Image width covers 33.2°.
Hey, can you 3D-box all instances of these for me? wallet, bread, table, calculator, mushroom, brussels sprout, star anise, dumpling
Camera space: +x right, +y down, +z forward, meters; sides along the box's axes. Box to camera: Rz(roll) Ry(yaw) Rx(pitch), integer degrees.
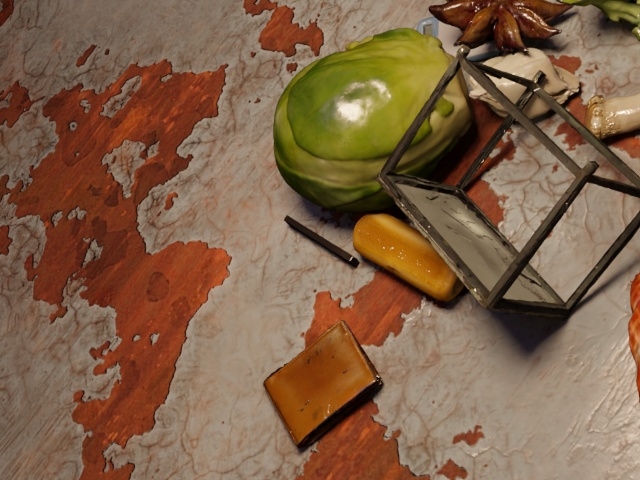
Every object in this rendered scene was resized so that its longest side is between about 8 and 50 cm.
[{"bbox_3d":[0.004,0.252,1.886,0.195,0.042,0.161,-42,47,10],"label":"wallet"},{"bbox_3d":[0.160,0.023,1.882,0.239,0.074,0.092,31,100,40],"label":"bread"},{"bbox_3d":[0.311,-0.091,1.703,0.272,0.222,0.335,-57,48,24],"label":"table"},{"bbox_3d":[0.265,-0.388,2.052,0.210,0.039,0.121,-9,61,29],"label":"calculator"},{"bbox_3d":[0.541,-0.228,1.782,0.209,0.071,0.084,-18,26,20],"label":"mushroom"},{"bbox_3d":[0.084,-0.206,1.919,0.371,0.276,0.314,-16,28,25],"label":"brussels sprout"},{"bbox_3d":[0.319,-0.398,1.943,0.272,0.102,0.272,1,49,-1],"label":"star anise"},{"bbox_3d":[0.352,-0.282,1.899,0.199,0.118,0.136,-5,46,-9],"label":"dumpling"}]

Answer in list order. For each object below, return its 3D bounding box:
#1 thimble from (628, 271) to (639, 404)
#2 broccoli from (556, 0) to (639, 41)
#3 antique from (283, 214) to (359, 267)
[{"bbox_3d":[0.553,0.179,1.393,0.231,0.350,0.350,-12,60,27],"label":"thimble"},{"bbox_3d":[0.509,-0.465,1.789,0.288,0.246,0.247,36,132,49],"label":"broccoli"},{"bbox_3d":[0.000,0.000,2.022,0.192,0.031,0.015,32,85,39],"label":"antique"}]
